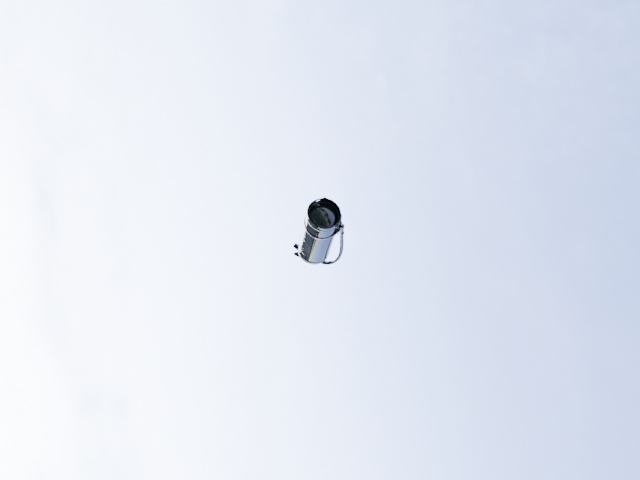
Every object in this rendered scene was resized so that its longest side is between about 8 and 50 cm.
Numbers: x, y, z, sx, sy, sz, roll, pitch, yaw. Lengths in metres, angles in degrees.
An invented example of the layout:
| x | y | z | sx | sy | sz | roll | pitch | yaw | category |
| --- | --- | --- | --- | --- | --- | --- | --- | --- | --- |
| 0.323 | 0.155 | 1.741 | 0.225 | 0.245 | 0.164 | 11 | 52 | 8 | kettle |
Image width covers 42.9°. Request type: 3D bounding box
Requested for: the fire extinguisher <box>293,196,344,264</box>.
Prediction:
| x | y | z | sx | sy | sz | roll | pitch | yaw | category |
| --- | --- | --- | --- | --- | --- | --- | --- | --- | --- |
| 0.000 | 0.000 | 0.610 | 0.038 | 0.025 | 0.083 | 29 | -27 | 4 | fire extinguisher |
